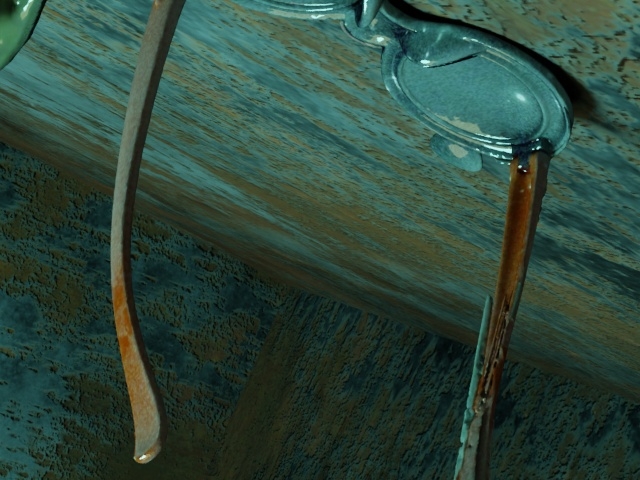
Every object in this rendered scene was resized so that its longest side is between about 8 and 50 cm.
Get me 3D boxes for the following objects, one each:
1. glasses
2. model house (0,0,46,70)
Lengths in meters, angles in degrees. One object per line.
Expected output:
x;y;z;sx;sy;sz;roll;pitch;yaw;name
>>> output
0.000;0.000;0.571;0.234;0.268;0.118;30;153;-30;glasses
-0.230;-0.201;0.434;0.205;0.218;0.279;-21;-112;-42;model house
